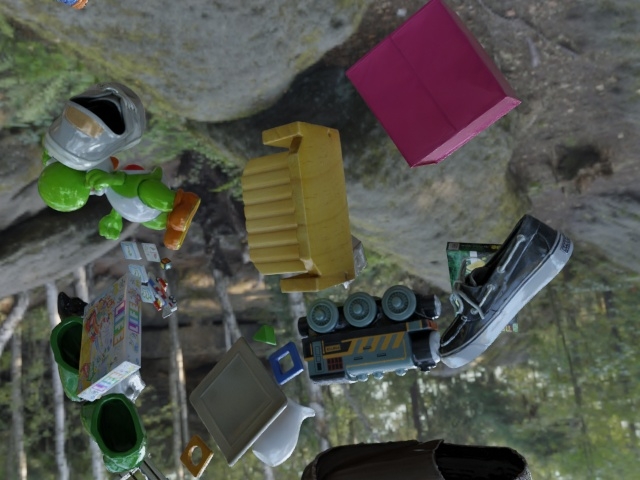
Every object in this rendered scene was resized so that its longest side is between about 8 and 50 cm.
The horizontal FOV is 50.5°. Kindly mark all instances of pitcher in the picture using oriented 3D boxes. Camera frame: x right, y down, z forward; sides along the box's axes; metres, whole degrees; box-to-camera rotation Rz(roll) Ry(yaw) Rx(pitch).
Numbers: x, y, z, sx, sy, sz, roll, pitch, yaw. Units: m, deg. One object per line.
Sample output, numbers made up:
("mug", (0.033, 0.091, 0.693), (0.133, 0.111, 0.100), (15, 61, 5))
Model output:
("pitcher", (-0.142, 0.581, 2.127), (0.177, 0.207, 0.125), (32, 152, 8))

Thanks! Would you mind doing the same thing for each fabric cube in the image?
("fabric cube", (0.257, -0.340, 1.520), (0.259, 0.258, 0.254), (-36, 174, 22))

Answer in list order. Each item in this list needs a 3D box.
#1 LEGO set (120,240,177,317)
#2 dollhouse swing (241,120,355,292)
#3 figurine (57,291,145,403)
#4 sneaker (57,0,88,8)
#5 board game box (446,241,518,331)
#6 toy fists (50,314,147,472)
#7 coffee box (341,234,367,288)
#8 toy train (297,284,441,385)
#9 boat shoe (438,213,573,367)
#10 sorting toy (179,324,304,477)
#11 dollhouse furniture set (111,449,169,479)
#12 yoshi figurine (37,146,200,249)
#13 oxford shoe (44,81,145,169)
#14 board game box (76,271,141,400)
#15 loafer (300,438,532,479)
("LEGO set", (-0.449, 0.096, 1.758), (0.060, 0.183, 0.244), (-26, -161, -37))
("dollhouse swing", (-0.106, -0.063, 1.539), (0.304, 0.347, 0.315), (-5, -178, 24))
("figurine", (-0.441, 0.219, 1.353), (0.092, 0.215, 0.209), (-41, 157, -35))
("sneaker", (-0.423, -0.448, 1.006), (0.083, 0.221, 0.087), (-40, 170, 31))
("board game box", (0.344, 0.102, 1.429), (0.136, 0.030, 0.260), (4, 138, 22))
("toy fists", (-0.377, 0.262, 1.151), (0.096, 0.279, 0.142), (-29, 164, -16))
("coffee box", (0.000, 0.000, 1.838), (0.098, 0.246, 0.141), (-46, 152, -12))
("toy train", (0.109, 0.211, 1.496), (0.333, 0.190, 0.142), (-12, 166, 19))
("boat shoe", (0.267, 0.085, 1.100), (0.105, 0.113, 0.306), (33, 128, -3))
("sorting toy", (-0.163, 0.322, 1.365), (0.348, 0.196, 0.047), (-49, 143, 11))
("dollhouse furniture set", (-0.329, 0.490, 1.255), (0.129, 0.129, 0.184), (-39, 170, -24))
("yoshi figurine", (-0.469, -0.092, 1.512), (0.362, 0.204, 0.203), (26, -171, -7))
("oxford shoe", (-0.473, -0.287, 1.521), (0.169, 0.449, 0.130), (34, 111, -13))
("board game box", (-0.295, 0.133, 0.955), (0.103, 0.154, 0.026), (-35, 133, 22))
("loafer", (0.152, 0.353, 1.046), (0.365, 0.134, 0.130), (-1, 128, -2))
